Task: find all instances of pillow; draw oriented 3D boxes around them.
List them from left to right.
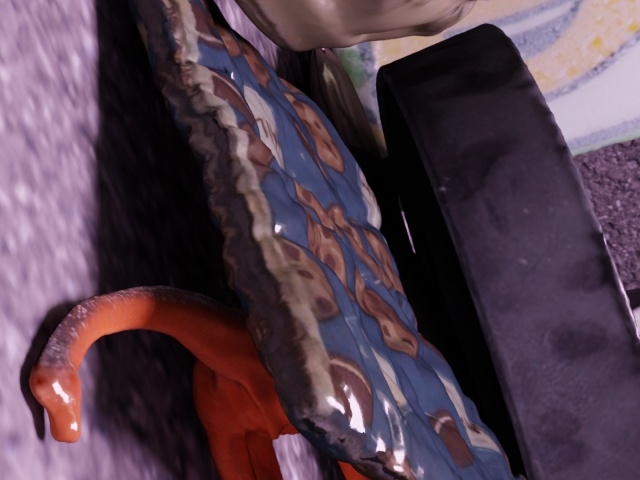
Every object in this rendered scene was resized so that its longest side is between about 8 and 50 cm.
[{"bbox_3d":[0.001,0.002,0.512,0.189,0.034,0.256,47,13,-51],"label":"pillow"},{"bbox_3d":[0.029,-0.016,0.851,0.131,0.038,0.233,-92,165,-79],"label":"pillow"}]

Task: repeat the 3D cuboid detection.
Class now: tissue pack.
[{"bbox_3d":[0.099,-0.197,0.897,0.128,0.228,0.311,-107,178,-70],"label":"tissue pack"}]

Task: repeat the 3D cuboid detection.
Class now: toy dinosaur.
[{"bbox_3d":[-0.019,0.059,0.483,0.101,0.055,0.279,67,11,4],"label":"toy dinosaur"}]

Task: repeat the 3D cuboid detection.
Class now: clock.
[{"bbox_3d":[0.104,0.047,0.731,0.319,0.066,0.319,163,-90,-90],"label":"clock"}]

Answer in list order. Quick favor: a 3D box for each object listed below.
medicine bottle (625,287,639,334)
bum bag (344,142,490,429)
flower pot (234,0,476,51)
[{"bbox_3d":[0.301,0.221,1.404,0.245,0.245,0.306,-34,103,-79],"label":"medicine bottle"},{"bbox_3d":[0.048,0.111,0.706,0.142,0.079,0.326,-70,142,-84],"label":"bum bag"},{"bbox_3d":[0.038,-0.243,0.548,0.307,0.244,0.307,-23,90,-79],"label":"flower pot"}]
